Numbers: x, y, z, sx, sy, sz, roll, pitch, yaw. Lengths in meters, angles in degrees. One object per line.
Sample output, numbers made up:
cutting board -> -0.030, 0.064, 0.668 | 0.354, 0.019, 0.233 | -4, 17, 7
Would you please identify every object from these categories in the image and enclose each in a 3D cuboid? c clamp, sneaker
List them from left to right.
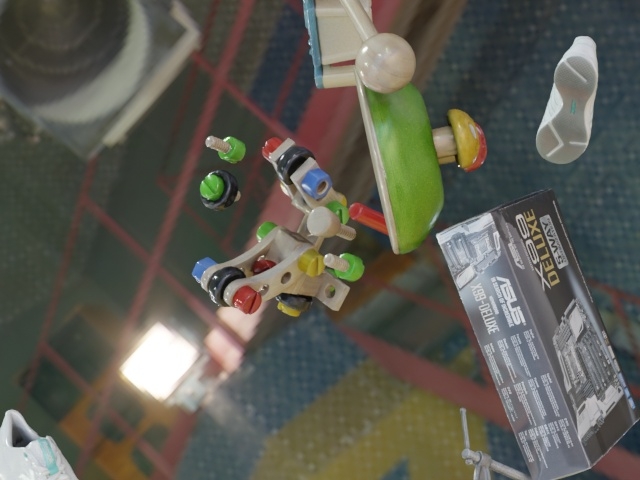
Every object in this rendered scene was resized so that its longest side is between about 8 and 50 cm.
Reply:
sneaker -> -0.282, 0.252, 1.690 | 0.080, 0.212, 0.094 | -16, -55, -37
c clamp -> 0.211, 0.274, 1.804 | 0.022, 0.161, 0.137 | -27, 44, 38
sneaker -> 0.262, -0.143, 1.687 | 0.152, 0.054, 0.061 | 100, -169, -45

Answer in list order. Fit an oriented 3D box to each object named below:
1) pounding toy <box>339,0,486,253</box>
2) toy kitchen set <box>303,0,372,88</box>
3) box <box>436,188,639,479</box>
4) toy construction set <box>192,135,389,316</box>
pounding toy -> 0.097, -0.109, 1.512 | 0.110, 0.183, 0.236 | -12, -61, 1
toy kitchen set -> -0.010, -0.276, 1.734 | 0.207, 0.122, 0.166 | 82, -176, -48
box -> 0.259, 0.104, 1.905 | 0.077, 0.307, 0.242 | -22, -2, 25
toy construction set -> 0.000, 0.000, 2.312 | 0.237, 0.309, 0.257 | 22, -105, -49
